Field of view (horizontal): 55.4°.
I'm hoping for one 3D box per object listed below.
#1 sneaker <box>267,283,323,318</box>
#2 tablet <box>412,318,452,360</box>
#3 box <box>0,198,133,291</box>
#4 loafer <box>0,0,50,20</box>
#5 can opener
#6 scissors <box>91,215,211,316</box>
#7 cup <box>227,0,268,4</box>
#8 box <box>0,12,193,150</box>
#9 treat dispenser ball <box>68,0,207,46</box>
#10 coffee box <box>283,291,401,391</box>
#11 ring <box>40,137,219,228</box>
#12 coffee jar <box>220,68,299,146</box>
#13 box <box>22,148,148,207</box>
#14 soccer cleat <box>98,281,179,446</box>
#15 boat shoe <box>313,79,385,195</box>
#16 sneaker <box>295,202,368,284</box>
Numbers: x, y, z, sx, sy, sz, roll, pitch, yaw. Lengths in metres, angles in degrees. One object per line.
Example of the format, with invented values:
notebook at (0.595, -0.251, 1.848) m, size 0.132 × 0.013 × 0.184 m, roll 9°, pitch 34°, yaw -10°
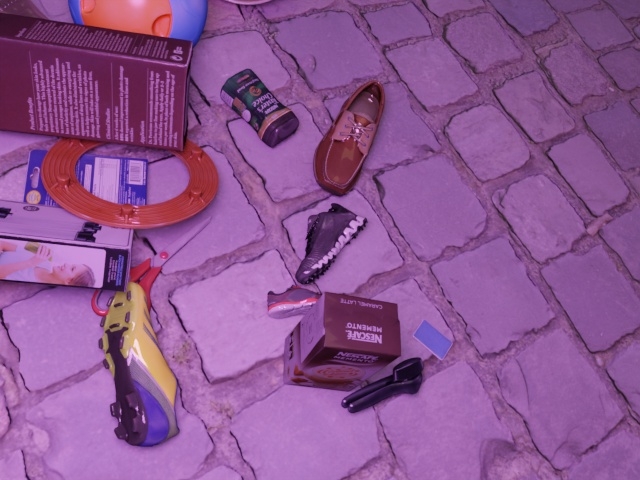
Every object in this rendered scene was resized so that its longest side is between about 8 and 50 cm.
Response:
sneaker at (-0.035, 0.114, 1.239) m, size 0.157 × 0.061 × 0.065 m, roll -4°, pitch 58°, yaw -22°
tablet at (0.242, 0.214, 1.317) m, size 0.083 × 0.006 × 0.054 m, roll 40°, pitch 58°, yaw 4°
box at (-0.479, 0.005, 1.067) m, size 0.289 × 0.087 × 0.169 m, roll 8°, pitch 19°, yaw -16°
loafer at (-0.615, -0.432, 1.300) m, size 0.102 × 0.092 × 0.269 m, roll -38°, pitch 97°, yaw -30°
can opener at (0.124, 0.291, 1.207) m, size 0.186 × 0.059 × 0.073 m, roll -21°, pitch 99°, yaw -18°
scissors at (-0.327, 0.036, 1.193) m, size 0.108 × 0.021 × 0.297 m, roll 29°, pitch 59°, yaw -1°
cup at (-0.184, -0.801, 1.550) m, size 0.330 × 0.331 × 0.237 m, roll 17°, pitch 33°, yaw -11°
box at (-0.449, -0.305, 1.190) m, size 0.380 × 0.191 × 0.143 m, roll 5°, pitch 36°, yaw -11°
treat dispenser ball at (-0.388, -0.511, 1.305) m, size 0.287 × 0.288 × 0.289 m, roll 9°, pitch 61°, yaw -16°
coffee box at (0.031, 0.192, 1.108) m, size 0.141 × 0.246 × 0.098 m, roll 9°, pitch 60°, yaw -15°
ring at (-0.368, -0.143, 1.200) m, size 0.336 × 0.032 × 0.337 m, roll 11°, pitch 39°, yaw -9°
coffee jar at (-0.139, -0.304, 1.410) m, size 0.184 × 0.079 × 0.096 m, roll 46°, pitch 58°, yaw 7°
box at (-0.462, -0.109, 1.212) m, size 0.225 × 0.036 × 0.137 m, roll 4°, pitch 62°, yaw -19°
soccer cleat at (-0.312, 0.215, 1.075) m, size 0.121 × 0.093 × 0.289 m, roll 17°, pitch 53°, yaw -52°
boat shoe at (0.074, -0.257, 1.438) m, size 0.122 × 0.120 × 0.324 m, roll 23°, pitch 58°, yaw -7°
sneaker at (0.000, 0.000, 1.304) m, size 0.106 × 0.078 × 0.234 m, roll 39°, pitch 53°, yaw 6°
